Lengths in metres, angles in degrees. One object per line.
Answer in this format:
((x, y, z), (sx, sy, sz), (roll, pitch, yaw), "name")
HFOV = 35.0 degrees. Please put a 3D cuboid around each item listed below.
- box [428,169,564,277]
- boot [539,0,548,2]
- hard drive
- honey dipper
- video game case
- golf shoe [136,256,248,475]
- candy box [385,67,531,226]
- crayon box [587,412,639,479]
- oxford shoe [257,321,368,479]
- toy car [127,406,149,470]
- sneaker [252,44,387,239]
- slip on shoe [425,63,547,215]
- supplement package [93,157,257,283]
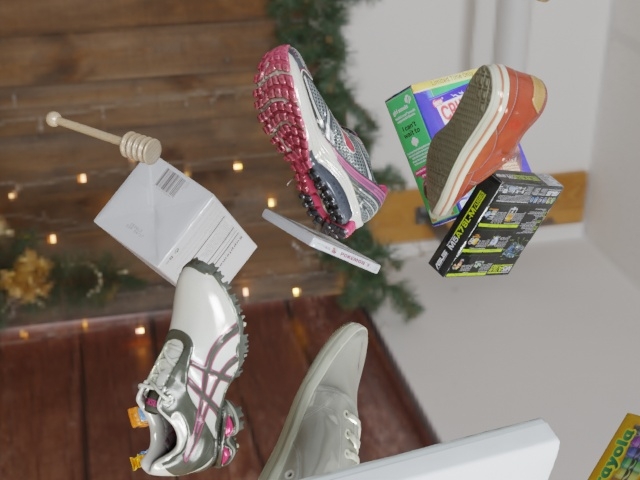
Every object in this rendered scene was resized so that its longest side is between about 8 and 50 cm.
((0.282, -0.025, 1.615), (0.045, 0.190, 0.184), (48, -59, 32), "box")
((0.153, -0.333, 1.024), (0.112, 0.305, 0.115), (36, -74, 55), "boot")
((0.060, 0.275, 0.937), (0.040, 0.307, 0.203), (-123, -148, -45), "hard drive")
((-0.249, -0.118, 1.140), (0.160, 0.030, 0.030), (18, -55, 27), "honey dipper")
((0.000, 0.000, 2.056), (0.201, 0.183, 0.023), (31, -84, 53), "video game case")
((-0.160, 0.160, 1.238), (0.105, 0.120, 0.273), (10, -76, 45), "golf shoe")
((0.328, -0.225, 2.360), (0.122, 0.268, 0.317), (-27, -95, 54), "candy box")
((0.571, 0.417, 1.724), (0.203, 0.083, 0.323), (-55, -158, -14), "crayon box")
((0.004, 0.316, 1.494), (0.169, 0.130, 0.449), (83, 25, -47), "oxford shoe")
((-0.287, 0.325, 1.687), (0.060, 0.040, 0.122), (39, 30, -51), "toy car")
((-0.003, -0.153, 1.508), (0.121, 0.112, 0.299), (10, -49, 54), "sneaker")
((0.231, -0.134, 1.484), (0.331, 0.101, 0.123), (117, -26, -57), "slip on shoe")
((-0.278, -0.013, 2.009), (0.177, 0.175, 0.293), (33, -9, 21), "supplement package")
